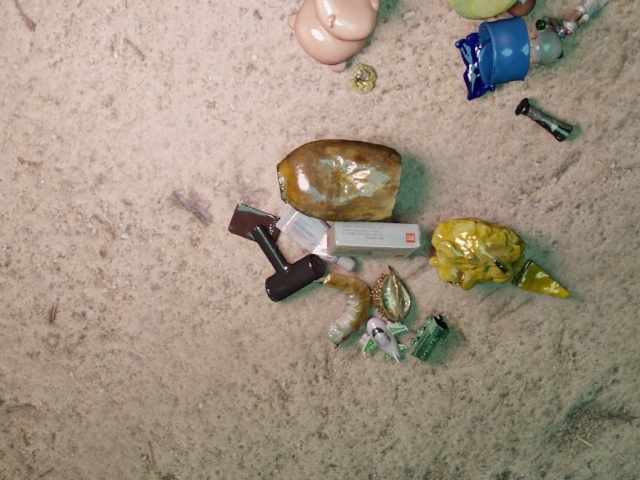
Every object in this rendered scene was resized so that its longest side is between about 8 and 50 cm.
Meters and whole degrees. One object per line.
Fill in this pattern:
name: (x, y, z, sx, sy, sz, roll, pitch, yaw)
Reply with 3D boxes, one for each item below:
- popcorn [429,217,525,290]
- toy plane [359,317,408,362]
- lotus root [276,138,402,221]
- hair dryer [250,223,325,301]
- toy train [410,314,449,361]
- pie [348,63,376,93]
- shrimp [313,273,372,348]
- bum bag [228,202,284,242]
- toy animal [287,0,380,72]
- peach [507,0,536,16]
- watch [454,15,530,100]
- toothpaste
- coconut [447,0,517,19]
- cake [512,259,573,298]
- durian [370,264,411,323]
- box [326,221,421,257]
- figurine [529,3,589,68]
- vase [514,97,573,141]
popcorn: (0.473, 0.035, 1.698, 0.286, 0.215, 0.252, 20, 141, -6)
toy plane: (0.215, 0.332, 1.870, 0.174, 0.080, 0.174, 0, 108, 1)
lotus root: (0.046, -0.171, 1.600, 0.346, 0.250, 0.251, -1, 110, -7)
hair dryer: (-0.130, 0.056, 1.737, 0.197, 0.089, 0.251, -29, 106, 27)
toy train: (0.359, 0.328, 1.854, 0.071, 0.111, 0.170, 27, 106, -7)
pie: (0.119, -0.466, 1.608, 0.084, 0.020, 0.084, 0, 109, -1)
shrimp: (0.086, 0.206, 1.796, 0.185, 0.068, 0.287, -27, 131, -19)
bum bag: (-0.205, -0.046, 1.755, 0.159, 0.026, 0.109, 20, 109, -8)
toy animal: (0.046, -0.573, 1.461, 0.229, 0.221, 0.210, -40, 102, 12)
peach: (0.541, -0.650, 1.513, 0.083, 0.083, 0.083, 0, 110, -1)
watch: (0.479, -0.498, 1.507, 0.171, 0.200, 0.196, -18, 106, 3)
toothpaste: (0.001, -0.001, 1.756, 0.282, 0.068, 0.099, 40, 61, -11)
coconut: (0.422, -0.690, 1.434, 0.204, 0.236, 0.236, 10, 112, -29)
cake: (0.720, 0.158, 1.813, 0.185, 0.080, 0.116, 42, 102, -19)
durian: (0.218, 0.174, 1.804, 0.148, 0.091, 0.189, 0, 88, -37)
box: (0.159, -0.002, 1.688, 0.269, 0.135, 0.079, 2, 73, -13)
figurine: (0.646, -0.564, 1.544, 0.147, 0.093, 0.197, 36, 99, -35)
vase: (0.654, -0.353, 1.634, 0.167, 0.059, 0.059, 28, 107, -10)
